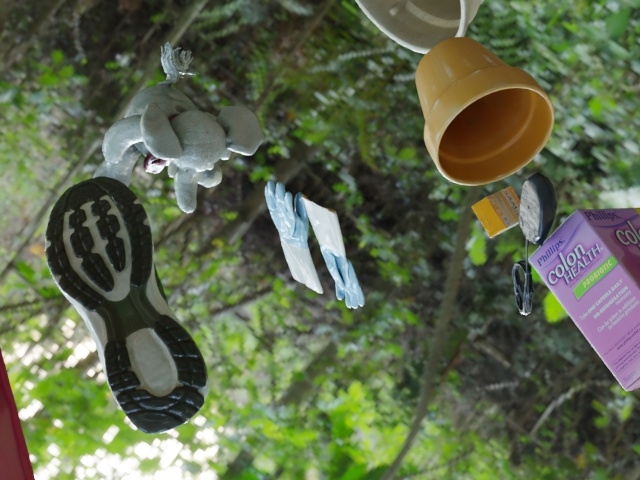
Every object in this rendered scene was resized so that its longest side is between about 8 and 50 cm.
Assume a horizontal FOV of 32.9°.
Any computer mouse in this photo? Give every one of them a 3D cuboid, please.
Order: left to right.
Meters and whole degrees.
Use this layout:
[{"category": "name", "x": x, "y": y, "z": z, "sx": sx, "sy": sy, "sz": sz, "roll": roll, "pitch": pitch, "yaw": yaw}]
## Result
[{"category": "computer mouse", "x": 0.317, "y": 0.007, "z": 1.586, "sx": 0.071, "sy": 0.041, "sz": 0.242, "roll": -116, "pitch": 21, "yaw": -50}]

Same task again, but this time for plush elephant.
[{"category": "plush elephant", "x": -0.265, "y": -0.180, "z": 2.078, "sx": 0.272, "sy": 0.330, "sz": 0.255, "roll": -2, "pitch": -146, "yaw": -27}]

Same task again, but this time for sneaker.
[{"category": "sneaker", "x": -0.281, "y": 0.102, "z": 1.566, "sx": 0.182, "sy": 0.158, "sz": 0.410, "roll": 94, "pitch": 155, "yaw": -67}]

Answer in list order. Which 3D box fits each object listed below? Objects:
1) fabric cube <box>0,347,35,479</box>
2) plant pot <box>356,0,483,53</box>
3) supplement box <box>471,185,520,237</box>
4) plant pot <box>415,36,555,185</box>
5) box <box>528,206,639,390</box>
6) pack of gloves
[{"category": "fabric cube", "x": -0.477, "y": 0.240, "z": 1.155, "sx": 0.259, "sy": 0.258, "sz": 0.254, "roll": -108, "pitch": 7, "yaw": -83}, {"category": "plant pot", "x": 0.229, "y": -0.546, "z": 1.874, "sx": 0.334, "sy": 0.305, "sz": 0.334, "roll": 42, "pitch": 159, "yaw": 21}, {"category": "supplement box", "x": 0.298, "y": -0.048, "z": 1.786, "sx": 0.098, "sy": 0.036, "sz": 0.062, "roll": -23, "pitch": -100, "yaw": -54}, {"category": "plant pot", "x": 0.246, "y": -0.226, "z": 1.760, "sx": 0.205, "sy": 0.205, "sz": 0.188, "roll": 39, "pitch": -160, "yaw": -47}, {"category": "box", "x": 0.466, "y": 0.077, "z": 1.589, "sx": 0.213, "sy": 0.117, "sz": 0.243, "roll": -3, "pitch": -130, "yaw": -45}, {"category": "pack of gloves", "x": 0.000, "y": 0.000, "z": 1.793, "sx": 0.195, "sy": 0.046, "sz": 0.232, "roll": 26, "pitch": 146, "yaw": 42}]
